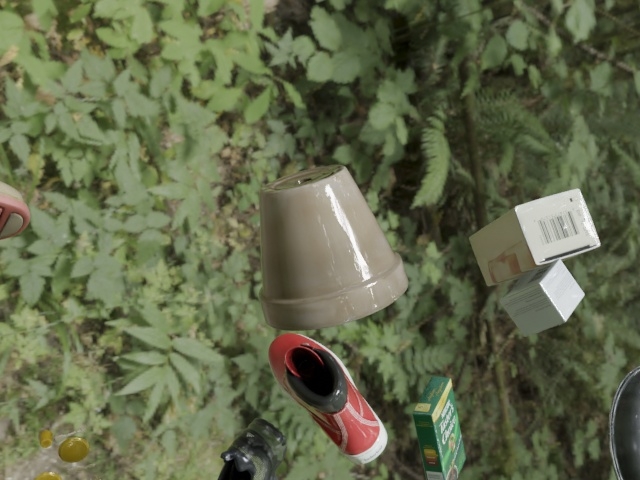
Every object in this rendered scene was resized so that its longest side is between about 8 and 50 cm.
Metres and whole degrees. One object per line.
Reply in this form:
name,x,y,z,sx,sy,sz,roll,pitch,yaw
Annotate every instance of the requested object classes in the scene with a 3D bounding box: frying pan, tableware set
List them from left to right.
tableware set,-0.415,0.369,1.261,0.024,0.104,0.154,-135,-147,-59
frying pan,0.456,0.279,0.912,0.326,0.053,0.197,40,58,-13

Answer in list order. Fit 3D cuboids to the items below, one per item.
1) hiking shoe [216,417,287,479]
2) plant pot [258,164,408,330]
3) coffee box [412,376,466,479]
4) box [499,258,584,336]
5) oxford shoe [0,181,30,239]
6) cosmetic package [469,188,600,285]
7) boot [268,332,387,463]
hiking shoe,-0.109,0.364,1.110,0.114,0.086,0.227,-24,122,-43
plant pot,0.000,0.000,1.660,0.323,0.323,0.280,-44,122,-61
coffee box,0.213,0.348,1.392,0.113,0.040,0.184,-44,126,-53
box,0.410,0.106,1.450,0.087,0.102,0.101,54,47,-2
oxford shoe,-0.480,-0.088,0.826,0.348,0.123,0.130,16,49,-33
cosmetic package,0.447,0.001,1.673,0.296,0.153,0.129,119,-46,-78
boot,-0.021,0.160,1.014,0.244,0.088,0.176,40,-14,50
